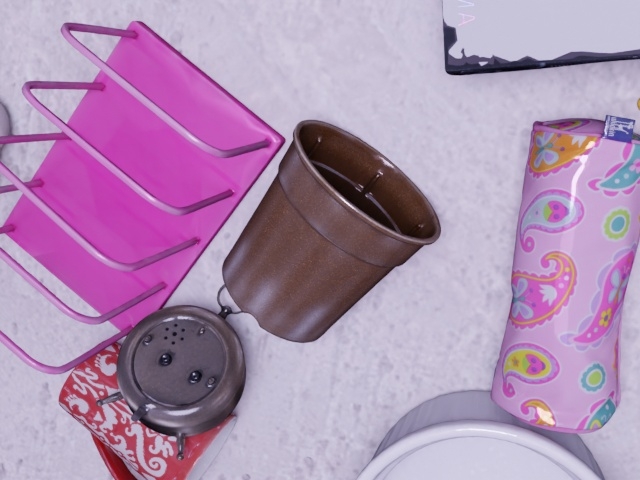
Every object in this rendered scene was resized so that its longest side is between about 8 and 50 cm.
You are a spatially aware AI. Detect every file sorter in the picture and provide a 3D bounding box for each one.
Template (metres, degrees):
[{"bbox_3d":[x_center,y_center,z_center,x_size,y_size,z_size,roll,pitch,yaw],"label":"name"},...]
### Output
[{"bbox_3d":[-0.219,-0.043,0.764,0.202,0.182,0.290,40,107,3],"label":"file sorter"}]

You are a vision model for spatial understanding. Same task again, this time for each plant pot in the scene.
[{"bbox_3d":[0.000,0.000,0.742,0.167,0.167,0.165,40,116,3],"label":"plant pot"}]

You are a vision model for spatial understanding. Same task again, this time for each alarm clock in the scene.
[{"bbox_3d":[-0.132,0.117,0.801,0.129,0.064,0.192,29,62,11],"label":"alarm clock"}]

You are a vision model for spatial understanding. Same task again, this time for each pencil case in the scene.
[{"bbox_3d":[0.234,0.028,0.705,0.124,0.124,0.284,9,101,11],"label":"pencil case"}]

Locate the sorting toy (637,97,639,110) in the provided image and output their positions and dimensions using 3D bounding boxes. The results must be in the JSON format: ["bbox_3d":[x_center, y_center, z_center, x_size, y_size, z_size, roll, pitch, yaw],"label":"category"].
[{"bbox_3d":[0.318,-0.114,0.678,0.045,0.075,0.083,-40,90,17],"label":"sorting toy"}]

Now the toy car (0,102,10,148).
[{"bbox_3d":[-0.439,-0.099,0.841,0.182,0.159,0.136,30,143,5],"label":"toy car"}]

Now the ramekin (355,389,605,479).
[{"bbox_3d":[0.162,0.286,0.767,0.277,0.135,0.277,3,103,13],"label":"ramekin"}]

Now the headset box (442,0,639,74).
[{"bbox_3d":[0.246,-0.267,0.624,0.283,0.131,0.246,0,102,18],"label":"headset box"}]

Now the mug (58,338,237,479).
[{"bbox_3d":[-0.203,0.208,0.847,0.169,0.113,0.150,34,88,8],"label":"mug"}]
